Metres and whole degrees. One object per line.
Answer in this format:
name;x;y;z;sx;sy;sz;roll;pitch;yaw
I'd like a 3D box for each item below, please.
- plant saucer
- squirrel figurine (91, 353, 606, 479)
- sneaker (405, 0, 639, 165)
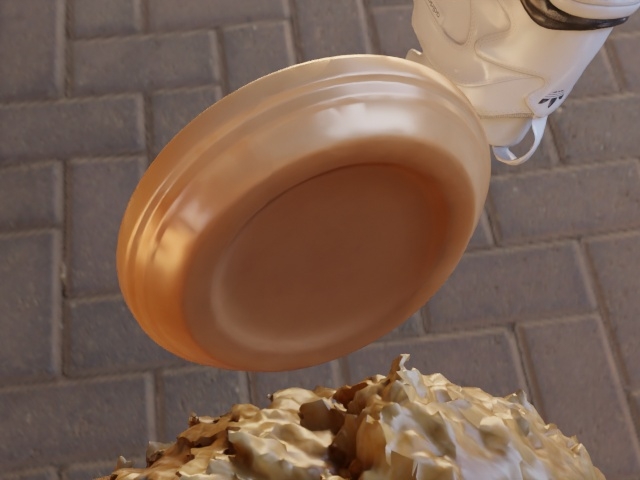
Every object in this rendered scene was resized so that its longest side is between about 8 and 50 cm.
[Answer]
plant saucer;0.000;0.000;0.547;0.200;0.200;0.037;-22;51;-10
squirrel figurine;-0.061;0.195;0.490;0.371;0.397;0.281;-2;54;16
sneaker;0.106;-0.234;0.976;0.137;0.210;0.366;-12;47;-38
